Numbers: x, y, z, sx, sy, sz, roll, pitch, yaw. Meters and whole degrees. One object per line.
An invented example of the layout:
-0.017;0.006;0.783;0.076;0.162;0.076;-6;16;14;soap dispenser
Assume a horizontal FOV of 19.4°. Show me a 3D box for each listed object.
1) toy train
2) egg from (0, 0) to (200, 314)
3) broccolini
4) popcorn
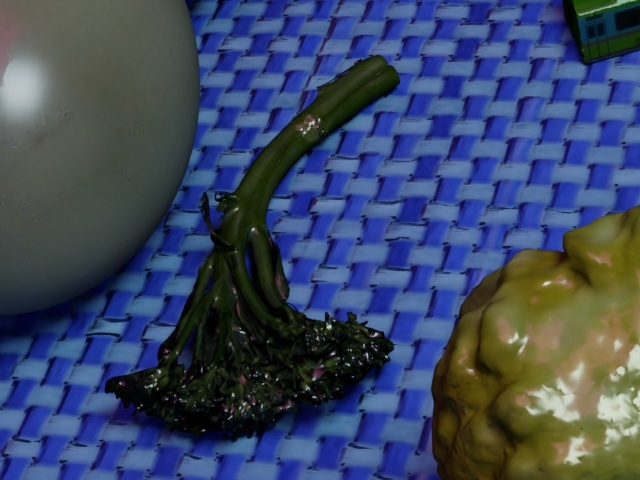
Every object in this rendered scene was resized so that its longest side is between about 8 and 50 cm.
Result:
0.236;-0.151;1.016;0.209;0.042;0.044;-16;45;2;toy train
-0.153;-0.076;0.958;0.186;0.186;0.242;2;56;19;egg
0.002;-0.006;0.947;0.123;0.062;0.271;15;50;16;broccolini
0.134;0.077;0.727;0.197;0.198;0.156;-16;37;1;popcorn
